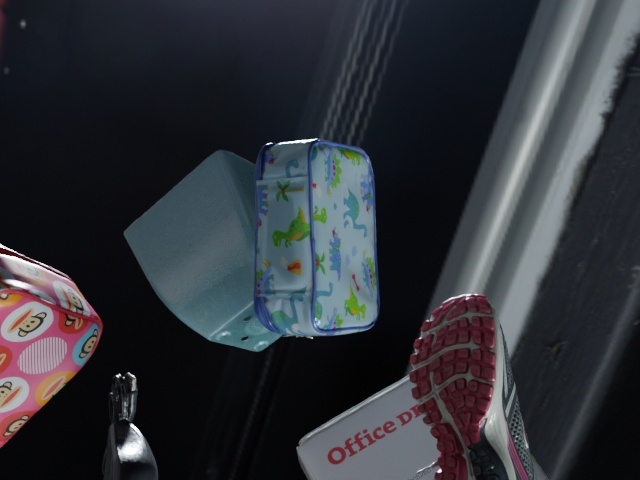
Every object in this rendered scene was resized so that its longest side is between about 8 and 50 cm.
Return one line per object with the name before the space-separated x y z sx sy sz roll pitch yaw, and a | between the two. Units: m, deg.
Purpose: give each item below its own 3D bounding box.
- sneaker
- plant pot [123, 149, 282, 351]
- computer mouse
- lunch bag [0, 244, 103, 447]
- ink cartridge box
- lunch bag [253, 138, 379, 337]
sneaker | 0.183 0.211 1.144 0.121 0.112 0.299 -12 -104 40
plant pot | -0.140 0.044 1.684 0.247 0.248 0.252 -38 -122 21
computer mouse | -0.285 0.338 1.489 0.272 0.072 0.188 -123 -139 -66
lunch bag | -0.430 0.144 1.167 0.293 0.258 0.120 -44 -118 4
ink cartridge box | 0.179 0.395 1.379 0.384 0.279 0.160 57 -12 23
lunch bag | 0.000 0.000 1.112 0.090 0.176 0.219 -3 -92 30
